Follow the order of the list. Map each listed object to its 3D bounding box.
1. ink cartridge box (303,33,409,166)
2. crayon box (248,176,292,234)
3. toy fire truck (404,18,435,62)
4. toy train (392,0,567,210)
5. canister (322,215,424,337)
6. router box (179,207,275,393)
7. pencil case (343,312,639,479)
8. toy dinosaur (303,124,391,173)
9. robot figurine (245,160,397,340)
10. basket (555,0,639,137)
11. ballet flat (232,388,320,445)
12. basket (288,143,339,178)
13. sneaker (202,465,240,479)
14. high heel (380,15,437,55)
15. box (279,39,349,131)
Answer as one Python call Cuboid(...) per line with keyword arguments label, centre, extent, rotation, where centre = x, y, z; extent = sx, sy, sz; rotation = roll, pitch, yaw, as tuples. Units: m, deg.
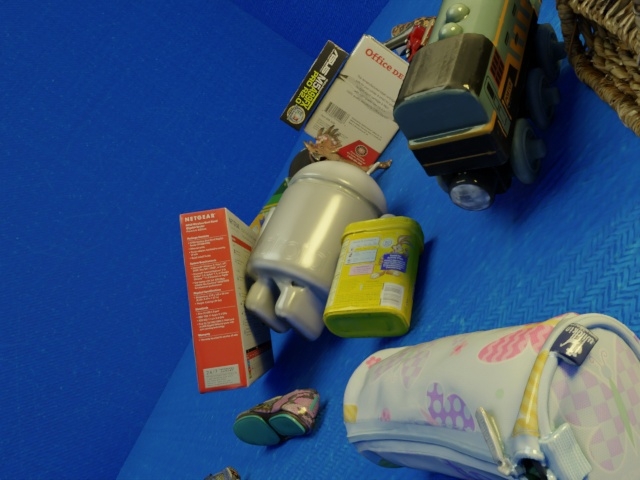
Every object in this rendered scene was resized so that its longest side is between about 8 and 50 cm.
Cuboid(label="ink cartridge box", centre=(0.114, -0.344, 1.337), extent=(0.272, 0.197, 0.114), rotation=(-54, 12, 22))
Cuboid(label="crayon box", centre=(-0.090, 0.027, 1.278), extent=(0.323, 0.083, 0.203), rotation=(-48, 58, 42))
Cuboid(label="toy fire truck", centre=(0.286, -0.549, 1.447), extent=(0.135, 0.047, 0.191), rotation=(-54, 22, 43))
Cuboid(label="toy train", centre=(0.199, -0.202, 0.648), extent=(0.142, 0.190, 0.333), rotation=(-3, 52, 40))
Cuboid(label="canister", centre=(0.078, 0.053, 0.769), extent=(0.126, 0.073, 0.169), rotation=(-7, 44, 26))
Cuboid(label="router box", centre=(-0.167, 0.116, 1.034), extent=(0.335, 0.082, 0.300), rotation=(70, -168, -81))
Cuboid(label="pencil case", centre=(0.119, 0.133, 0.414), extent=(0.124, 0.113, 0.273), rotation=(-40, 3, -26))
Cuboid(label="toy dinosaur", centre=(0.026, -0.171, 1.266), extent=(0.127, 0.201, 0.296), rotation=(-62, 13, -15))
Cuboid(label="robot figurine", centre=(0.000, 0.000, 0.975), extent=(0.300, 0.199, 0.353), rotation=(7, 60, 35))
Cuboid(label="basket", centre=(0.281, -0.262, 0.484), extent=(0.223, 0.214, 0.299), rotation=(-50, 15, 32))
Cuboid(label="ballet flat", centre=(-0.066, 0.288, 0.883), extent=(0.221, 0.077, 0.079), rotation=(-36, 7, 49))
Cuboid(label="basket", centre=(-0.027, -0.137, 1.522), extent=(0.204, 0.154, 0.226), rotation=(-51, 18, 37))
Cuboid(label="sneaker", centre=(-0.205, 0.477, 0.972), extent=(0.221, 0.083, 0.087), rotation=(-41, 8, 39))
Cuboid(label="high heel", centre=(0.308, -0.649, 1.658), extent=(0.186, 0.093, 0.261), rotation=(-17, 20, 32))
Cuboid(label="box", centre=(-0.012, -0.397, 1.362), extent=(0.216, 0.060, 0.270), rotation=(-54, 9, 16))
